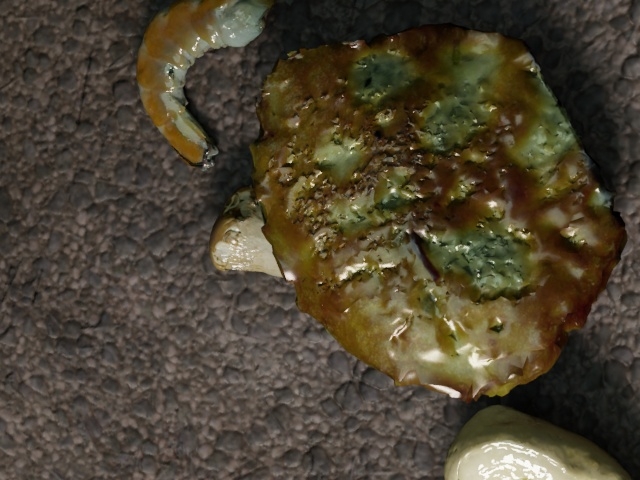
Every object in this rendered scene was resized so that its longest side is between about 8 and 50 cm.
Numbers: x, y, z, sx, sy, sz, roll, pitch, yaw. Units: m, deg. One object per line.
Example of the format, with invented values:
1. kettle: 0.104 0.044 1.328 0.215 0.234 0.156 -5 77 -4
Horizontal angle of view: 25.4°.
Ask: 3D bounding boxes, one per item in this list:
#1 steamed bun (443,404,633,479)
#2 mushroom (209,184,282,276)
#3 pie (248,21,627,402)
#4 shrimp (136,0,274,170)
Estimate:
1. steamed bun: 0.197 0.234 1.259 0.231 0.110 0.212 -13 112 16
2. mushroom: 0.000 0.000 1.337 0.209 0.071 0.084 7 52 13
3. pie: 0.095 -0.031 1.244 0.288 0.103 0.354 -29 79 1
4. shrimp: -0.104 -0.156 1.370 0.161 0.049 0.166 -15 90 21
